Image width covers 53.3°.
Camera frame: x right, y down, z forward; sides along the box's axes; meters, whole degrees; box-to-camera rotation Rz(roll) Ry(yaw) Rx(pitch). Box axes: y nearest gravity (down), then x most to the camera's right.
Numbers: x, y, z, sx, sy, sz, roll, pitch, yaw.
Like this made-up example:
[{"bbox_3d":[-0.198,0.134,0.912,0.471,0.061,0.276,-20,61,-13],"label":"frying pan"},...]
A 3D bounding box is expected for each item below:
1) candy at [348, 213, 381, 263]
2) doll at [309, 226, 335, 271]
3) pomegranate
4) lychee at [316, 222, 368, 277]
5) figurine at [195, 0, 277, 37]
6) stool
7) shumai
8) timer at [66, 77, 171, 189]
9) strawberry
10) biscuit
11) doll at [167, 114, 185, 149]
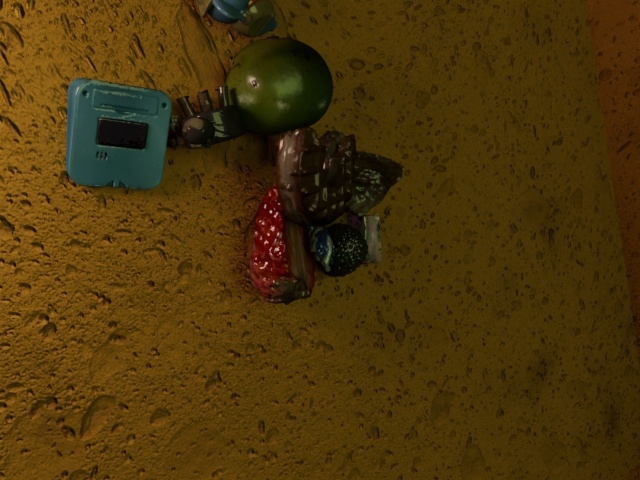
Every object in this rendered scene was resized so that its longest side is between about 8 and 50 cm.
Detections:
[{"bbox_3d":[0.139,-0.004,2.003,0.073,0.092,0.160,-6,94,-37],"label":"candy"},{"bbox_3d":[0.000,0.000,1.810,0.096,0.070,0.195,14,54,-47],"label":"doll"},{"bbox_3d":[-0.090,-0.379,1.739,0.309,0.216,0.359,-16,102,-39],"label":"pomegranate"},{"bbox_3d":[0.061,0.032,1.909,0.171,0.171,0.171,-1,92,-37],"label":"lychee"},{"bbox_3d":[-0.229,-0.640,1.686,0.262,0.153,0.180,-3,84,-54],"label":"figurine"},{"bbox_3d":[-0.277,-0.308,1.609,0.153,0.228,0.139,-17,102,-7],"label":"stool"},{"bbox_3d":[0.118,-0.169,1.965,0.218,0.184,0.185,-14,136,-48],"label":"shumai"},{"bbox_3d":[-0.493,-0.254,1.542,0.232,0.091,0.250,2,102,-38],"label":"timer"},{"bbox_3d":[-0.121,0.010,1.767,0.265,0.149,0.336,37,45,-65],"label":"strawberry"},{"bbox_3d":[-0.007,-0.168,1.695,0.366,0.115,0.268,-19,113,-62],"label":"biscuit"},{"bbox_3d":[-0.375,-0.278,1.636,0.058,0.040,0.085,-36,117,-44],"label":"doll"}]
